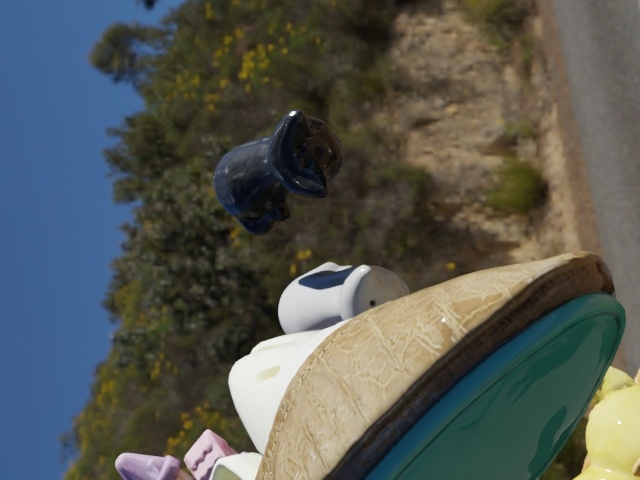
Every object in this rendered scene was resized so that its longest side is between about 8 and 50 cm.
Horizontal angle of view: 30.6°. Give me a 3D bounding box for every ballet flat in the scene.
[{"bbox_3d":[-0.001,0.120,0.491,0.124,0.116,0.342,48,129,39],"label":"ballet flat"}]

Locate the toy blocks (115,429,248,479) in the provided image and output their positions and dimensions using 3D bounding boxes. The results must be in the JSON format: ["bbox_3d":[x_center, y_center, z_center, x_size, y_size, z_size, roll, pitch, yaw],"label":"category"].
[{"bbox_3d":[-0.069,0.255,1.048,0.288,0.260,0.309,-52,10,19],"label":"toy blocks"}]

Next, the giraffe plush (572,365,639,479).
[{"bbox_3d":[0.184,0.165,0.723,0.170,0.181,0.210,-58,6,-29],"label":"giraffe plush"}]

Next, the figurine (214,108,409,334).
[{"bbox_3d":[0.000,0.000,0.981,0.215,0.092,0.209,64,166,-2],"label":"figurine"}]
